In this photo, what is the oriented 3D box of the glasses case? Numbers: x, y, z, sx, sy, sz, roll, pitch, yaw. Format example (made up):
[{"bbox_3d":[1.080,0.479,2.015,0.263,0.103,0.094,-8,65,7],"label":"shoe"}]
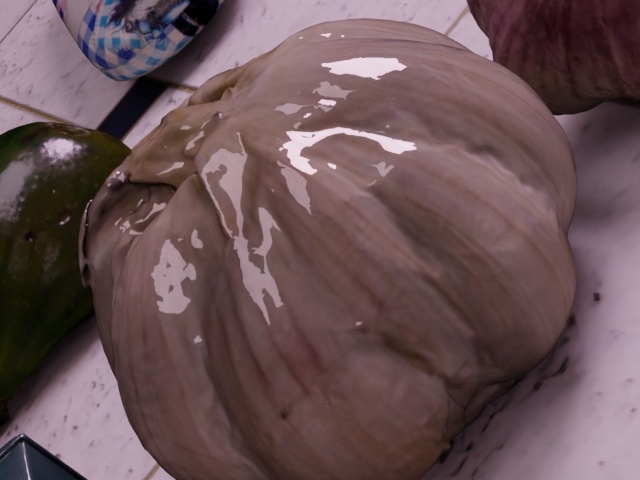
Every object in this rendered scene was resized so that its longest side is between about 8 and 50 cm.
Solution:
[{"bbox_3d":[-0.135,-0.203,1.290,0.125,0.076,0.327,-43,28,5],"label":"glasses case"}]

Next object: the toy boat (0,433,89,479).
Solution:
[{"bbox_3d":[-0.181,0.187,0.806,0.246,0.093,0.103,-44,34,5],"label":"toy boat"}]

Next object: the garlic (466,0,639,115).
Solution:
[{"bbox_3d":[0.134,-0.128,0.755,0.159,0.102,0.147,-26,51,17],"label":"garlic"}]

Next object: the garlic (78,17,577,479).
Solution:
[{"bbox_3d":[-0.003,0.001,0.740,0.228,0.152,0.228,-29,29,18],"label":"garlic"}]

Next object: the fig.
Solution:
[{"bbox_3d":[-0.166,0.016,1.020,0.117,0.117,0.177,1,63,56],"label":"fig"}]
